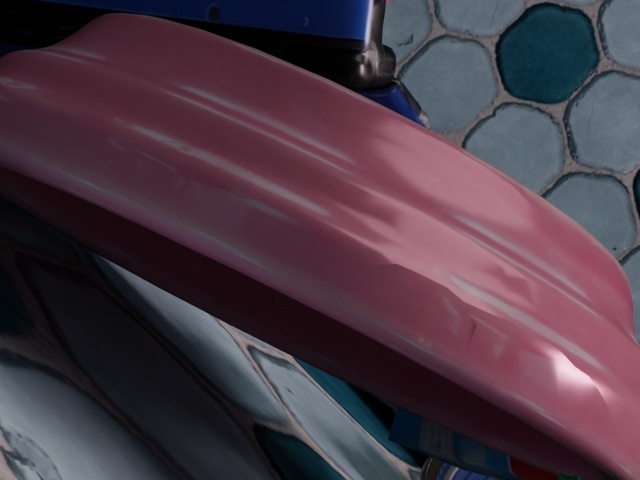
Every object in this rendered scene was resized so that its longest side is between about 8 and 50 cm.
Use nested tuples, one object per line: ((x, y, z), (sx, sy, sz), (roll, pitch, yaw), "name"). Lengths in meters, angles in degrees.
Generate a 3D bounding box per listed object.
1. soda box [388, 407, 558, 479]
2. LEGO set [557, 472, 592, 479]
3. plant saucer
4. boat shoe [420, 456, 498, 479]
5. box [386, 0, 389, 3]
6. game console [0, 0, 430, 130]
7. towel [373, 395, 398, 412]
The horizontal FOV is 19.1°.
((0.137, 0.094, 0.917), (0.210, 0.067, 0.071), (8, -12, 44), "soda box")
((0.170, 0.227, 0.812), (0.255, 0.192, 0.331), (17, -8, 0), "LEGO set")
((0.000, 0.000, 0.799), (0.332, 0.084, 0.332), (27, -6, 3), "plant saucer")
((0.092, 0.156, 1.144), (0.066, 0.066, 0.183), (43, -7, 33), "boat shoe")
((-0.088, -0.200, 1.414), (0.117, 0.243, 0.213), (40, 8, -46), "box")
((-0.060, -0.139, 0.934), (0.293, 0.250, 0.173), (11, 11, 30), "game console")
((0.151, 0.198, 1.407), (0.324, 0.056, 0.312), (50, 9, 21), "towel")
